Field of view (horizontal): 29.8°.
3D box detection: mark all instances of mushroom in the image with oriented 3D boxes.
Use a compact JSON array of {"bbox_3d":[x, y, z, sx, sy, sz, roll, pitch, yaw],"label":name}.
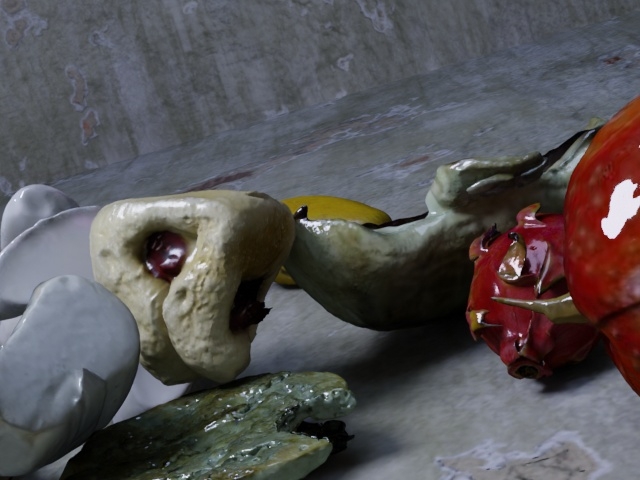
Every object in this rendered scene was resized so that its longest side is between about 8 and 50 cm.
[{"bbox_3d":[-0.257,0.136,0.967,0.159,0.122,0.329,-18,-11,-39],"label":"mushroom"},{"bbox_3d":[0.135,-0.004,1.120,0.344,0.130,0.247,-17,-12,-20],"label":"mushroom"}]

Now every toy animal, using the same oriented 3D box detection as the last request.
[{"bbox_3d":[-0.216,0.075,1.209,0.206,0.272,0.265,-53,5,-21],"label":"toy animal"}]

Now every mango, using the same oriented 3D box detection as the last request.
[{"bbox_3d":[0.000,0.000,1.442,0.195,0.098,0.137,3,20,34],"label":"mango"}]

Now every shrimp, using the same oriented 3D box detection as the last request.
[{"bbox_3d":[-0.045,0.168,0.970,0.161,0.034,0.091,-9,15,41],"label":"shrimp"}]

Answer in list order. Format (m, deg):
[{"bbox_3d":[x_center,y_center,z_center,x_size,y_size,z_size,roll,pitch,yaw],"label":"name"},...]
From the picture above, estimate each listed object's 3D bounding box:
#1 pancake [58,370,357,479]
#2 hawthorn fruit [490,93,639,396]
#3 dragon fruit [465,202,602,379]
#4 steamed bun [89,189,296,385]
[{"bbox_3d":[-0.091,0.159,0.910,0.254,0.037,0.253,-18,10,3],"label":"pancake"},{"bbox_3d":[0.292,0.003,0.812,0.262,0.258,0.258,-48,23,-13],"label":"hawthorn fruit"},{"bbox_3d":[0.181,0.048,0.999,0.133,0.136,0.166,-50,12,51],"label":"dragon fruit"},{"bbox_3d":[-0.107,0.044,1.017,0.172,0.155,0.141,-7,-8,26],"label":"steamed bun"}]
